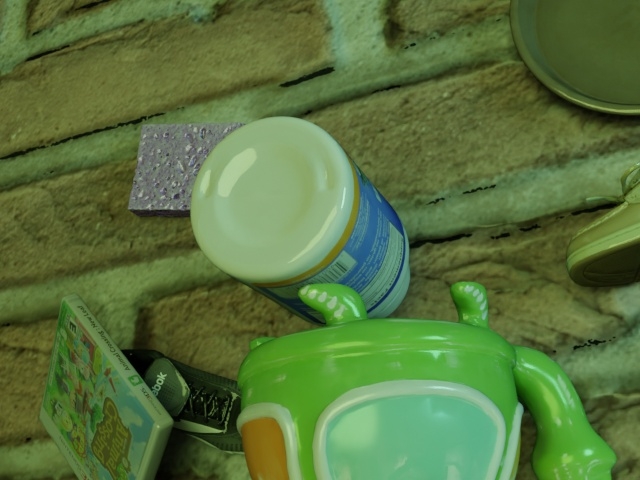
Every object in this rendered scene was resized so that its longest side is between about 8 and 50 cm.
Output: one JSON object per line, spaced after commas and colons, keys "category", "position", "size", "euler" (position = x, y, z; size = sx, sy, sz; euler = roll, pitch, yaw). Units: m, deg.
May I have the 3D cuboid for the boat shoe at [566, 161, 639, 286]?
{"category": "boat shoe", "position": [0.358, -0.044, 0.832], "size": [0.285, 0.104, 0.089], "euler": [-24, 60, 1]}

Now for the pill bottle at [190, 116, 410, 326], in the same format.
{"category": "pill bottle", "position": [0.000, 0.000, 0.852], "size": [0.152, 0.272, 0.152], "euler": [-7, 71, 19]}

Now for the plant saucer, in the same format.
{"category": "plant saucer", "position": [0.345, -0.254, 0.934], "size": [0.278, 0.041, 0.278], "euler": [-7, 69, 19]}

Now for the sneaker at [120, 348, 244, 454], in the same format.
{"category": "sneaker", "position": [-0.148, 0.172, 0.944], "size": [0.234, 0.106, 0.078], "euler": [17, 80, 25]}

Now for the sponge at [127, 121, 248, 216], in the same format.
{"category": "sponge", "position": [-0.135, -0.087, 1.069], "size": [0.210, 0.031, 0.117], "euler": [2, 73, 21]}

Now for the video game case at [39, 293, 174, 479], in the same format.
{"category": "video game case", "position": [-0.241, 0.195, 0.948], "size": [0.193, 0.023, 0.212], "euler": [45, 132, 27]}

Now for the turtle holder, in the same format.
{"category": "turtle holder", "position": [0.081, 0.183, 0.799], "size": [0.243, 0.320, 0.227], "euler": [-29, 56, 43]}
